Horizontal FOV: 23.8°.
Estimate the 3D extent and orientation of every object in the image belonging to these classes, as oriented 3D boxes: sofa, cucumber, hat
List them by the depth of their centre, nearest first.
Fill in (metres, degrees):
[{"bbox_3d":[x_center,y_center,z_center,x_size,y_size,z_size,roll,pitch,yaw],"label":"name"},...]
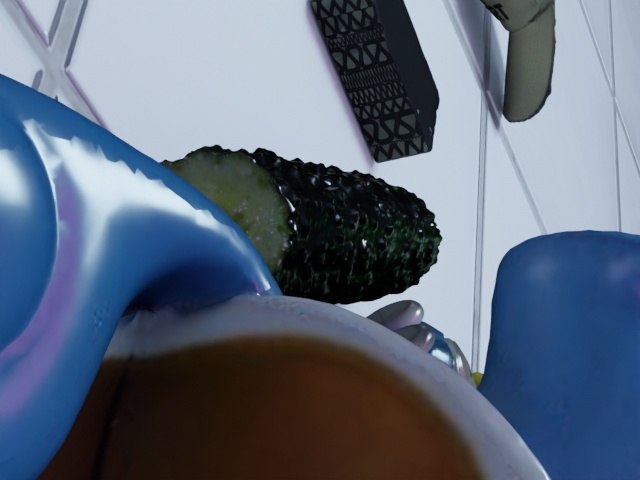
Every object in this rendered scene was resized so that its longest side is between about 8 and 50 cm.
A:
[{"bbox_3d":[-0.002,0.000,0.699,0.300,0.072,0.072,5,75,-72],"label":"cucumber"},{"bbox_3d":[0.034,-0.111,0.900,0.060,0.039,0.118,-74,148,-49],"label":"sofa"},{"bbox_3d":[0.152,-0.185,1.239,0.147,0.084,0.175,-76,173,-71],"label":"hat"}]

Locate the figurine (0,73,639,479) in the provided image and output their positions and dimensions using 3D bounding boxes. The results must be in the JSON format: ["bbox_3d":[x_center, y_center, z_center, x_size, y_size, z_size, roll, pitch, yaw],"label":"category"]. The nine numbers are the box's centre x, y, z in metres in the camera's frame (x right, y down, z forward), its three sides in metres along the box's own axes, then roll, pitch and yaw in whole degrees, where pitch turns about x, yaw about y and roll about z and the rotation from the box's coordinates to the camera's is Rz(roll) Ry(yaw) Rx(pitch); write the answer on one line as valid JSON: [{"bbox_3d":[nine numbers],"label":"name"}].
[{"bbox_3d":[0.005,0.127,0.384,0.243,0.297,0.416,-39,114,-53],"label":"figurine"}]

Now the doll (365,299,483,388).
[{"bbox_3d":[0.070,0.107,0.822,0.152,0.085,0.114,60,6,-19],"label":"doll"}]
